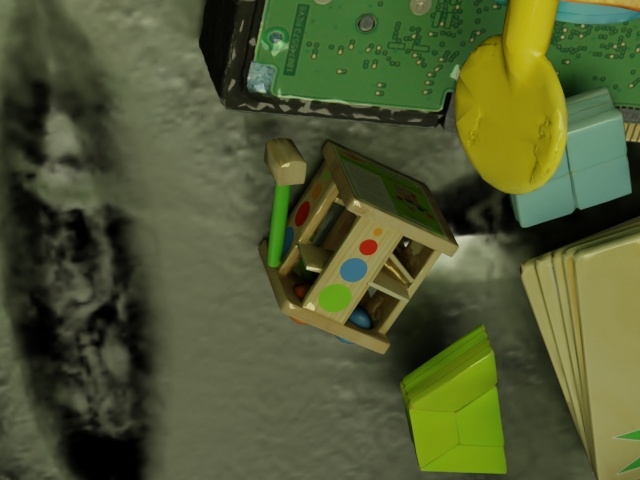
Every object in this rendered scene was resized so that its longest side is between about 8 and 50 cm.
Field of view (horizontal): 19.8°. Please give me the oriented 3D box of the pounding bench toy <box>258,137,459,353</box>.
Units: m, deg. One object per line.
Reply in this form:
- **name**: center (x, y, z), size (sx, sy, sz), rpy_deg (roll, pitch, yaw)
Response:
- **pounding bench toy**: center (0.000, 0.000, 0.751), size (0.083, 0.052, 0.065), rpy_deg (24, 112, -25)

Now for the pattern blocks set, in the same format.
- **pattern blocks set**: center (0.173, 0.038, 0.793), size (0.285, 0.026, 0.325), rpy_deg (-12, 138, -8)

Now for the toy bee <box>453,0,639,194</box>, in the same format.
- **toy bee**: center (0.106, -0.116, 0.571), size (0.298, 0.162, 0.195), rpy_deg (-17, 121, -4)

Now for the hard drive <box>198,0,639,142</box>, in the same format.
- **hard drive**: center (0.100, -0.198, 0.652), size (0.237, 0.064, 0.339), rpy_deg (3, 119, -16)
